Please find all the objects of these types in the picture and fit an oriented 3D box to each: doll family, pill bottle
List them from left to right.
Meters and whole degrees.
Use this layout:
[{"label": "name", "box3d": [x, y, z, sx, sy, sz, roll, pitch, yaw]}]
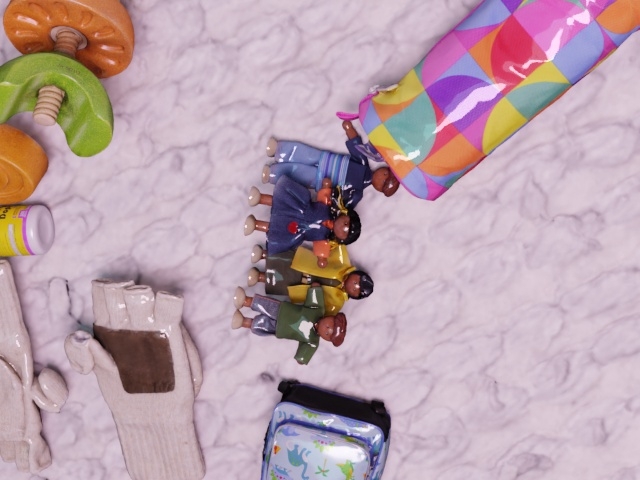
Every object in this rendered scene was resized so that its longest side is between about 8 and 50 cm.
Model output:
[{"label": "pill bottle", "box3d": [-0.274, -0.008, 0.963, 0.083, 0.043, 0.043, -2, 102, 10]}, {"label": "doll family", "box3d": [0.000, 0.000, 0.903, 0.111, 0.076, 0.193, 10, 101, 13]}]

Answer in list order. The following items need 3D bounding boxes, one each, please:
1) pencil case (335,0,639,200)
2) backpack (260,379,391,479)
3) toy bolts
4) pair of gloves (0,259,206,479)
[{"label": "pencil case", "box3d": [0.130, -0.130, 0.838, 0.236, 0.104, 0.104, -38, 94, 14]}, {"label": "backpack", "box3d": [-0.001, 0.191, 0.940, 0.105, 0.084, 0.114, 13, 107, 9]}, {"label": "toy bolts", "box3d": [-0.279, -0.157, 0.892, 0.228, 0.159, 0.218, 22, 148, -25]}, {"label": "pair of gloves", "box3d": [-0.220, 0.120, 0.970, 0.240, 0.042, 0.204, 4, 113, 10]}]
